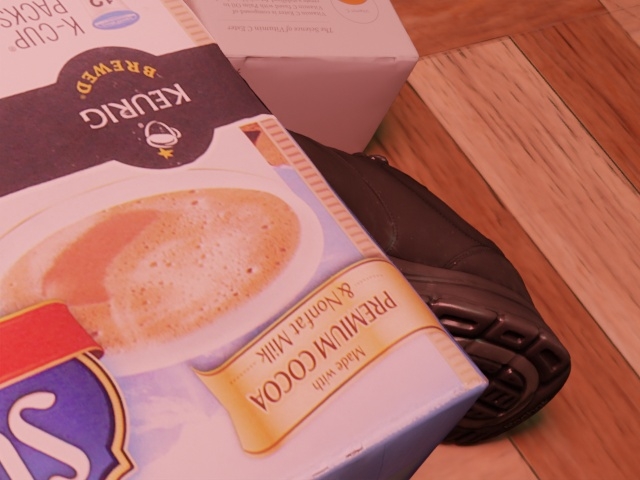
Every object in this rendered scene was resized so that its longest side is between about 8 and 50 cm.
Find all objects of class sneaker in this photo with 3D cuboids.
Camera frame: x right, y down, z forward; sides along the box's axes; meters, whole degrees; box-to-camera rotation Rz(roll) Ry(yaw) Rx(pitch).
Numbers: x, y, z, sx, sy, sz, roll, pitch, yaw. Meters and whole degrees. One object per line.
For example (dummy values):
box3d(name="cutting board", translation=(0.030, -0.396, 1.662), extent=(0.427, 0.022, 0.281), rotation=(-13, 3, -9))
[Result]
box3d(name="sneaker", translation=(0.000, 0.000, 0.710), extent=(0.286, 0.109, 0.130), rotation=(33, 28, -31))

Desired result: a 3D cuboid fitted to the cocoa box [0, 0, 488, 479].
box3d(name="cocoa box", translation=(-0.165, 0.084, 0.473), extent=(0.347, 0.231, 0.228), rotation=(-23, 65, -39))

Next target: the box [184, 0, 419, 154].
box3d(name="box", translation=(-0.043, -0.138, 0.821), extent=(0.130, 0.091, 0.170), rotation=(-4, 55, -30))
